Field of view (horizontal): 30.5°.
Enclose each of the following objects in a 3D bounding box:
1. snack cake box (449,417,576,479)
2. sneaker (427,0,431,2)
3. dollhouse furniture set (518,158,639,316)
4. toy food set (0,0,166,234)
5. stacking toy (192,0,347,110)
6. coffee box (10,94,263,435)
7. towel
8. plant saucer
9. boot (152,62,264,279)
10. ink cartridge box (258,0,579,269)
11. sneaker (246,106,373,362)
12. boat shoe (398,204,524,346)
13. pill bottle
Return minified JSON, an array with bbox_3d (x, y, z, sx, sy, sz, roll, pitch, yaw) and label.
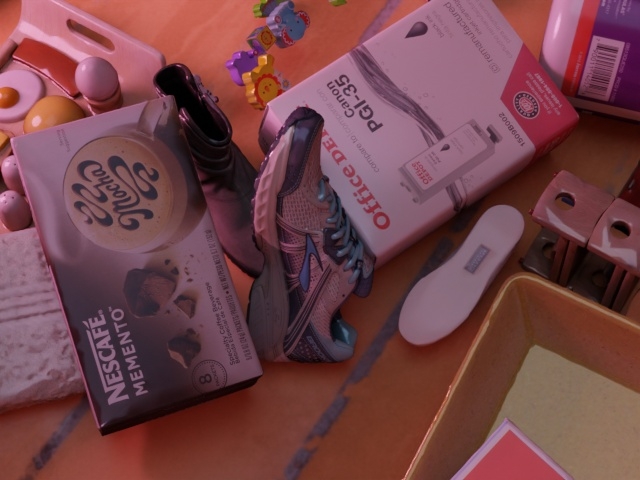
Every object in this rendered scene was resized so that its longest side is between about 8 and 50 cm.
[{"bbox_3d":[0.131,0.307,1.024,0.264,0.089,0.152,-45,69,-10],"label":"snack cake box"},{"bbox_3d":[0.131,-0.356,1.474,0.071,0.068,0.170,-34,74,-31],"label":"sneaker"},{"bbox_3d":[0.316,-0.038,1.252,0.129,0.129,0.184,30,69,17],"label":"dollhouse furniture set"},{"bbox_3d":[-0.351,-0.143,1.359,0.219,0.092,0.306,29,68,16],"label":"toy food set"},{"bbox_3d":[-0.056,-0.226,1.363,0.167,0.052,0.221,-1,44,53],"label":"stacking toy"},{"bbox_3d":[-0.185,0.028,1.177,0.168,0.119,0.297,-16,82,-13],"label":"coffee box"},{"bbox_3d":[-0.300,0.081,1.235,0.282,0.049,0.187,-11,81,-11],"label":"towel"},{"bbox_3d":[0.261,0.245,1.120,0.332,0.081,0.333,26,74,15],"label":"plant saucer"},{"bbox_3d":[-0.102,-0.069,1.271,0.083,0.161,0.246,-36,67,-14],"label":"boot"},{"bbox_3d":[0.103,-0.121,1.288,0.283,0.117,0.207,-34,84,-14],"label":"ink cartridge box"},{"bbox_3d":[0.000,0.000,1.185,0.122,0.283,0.110,10,30,11],"label":"sneaker"},{"bbox_3d":[0.151,0.042,1.256,0.066,0.063,0.184,31,77,17],"label":"boat shoe"},{"bbox_3d":[0.412,-0.208,1.306,0.322,0.181,0.182,14,64,9],"label":"pill bottle"}]
